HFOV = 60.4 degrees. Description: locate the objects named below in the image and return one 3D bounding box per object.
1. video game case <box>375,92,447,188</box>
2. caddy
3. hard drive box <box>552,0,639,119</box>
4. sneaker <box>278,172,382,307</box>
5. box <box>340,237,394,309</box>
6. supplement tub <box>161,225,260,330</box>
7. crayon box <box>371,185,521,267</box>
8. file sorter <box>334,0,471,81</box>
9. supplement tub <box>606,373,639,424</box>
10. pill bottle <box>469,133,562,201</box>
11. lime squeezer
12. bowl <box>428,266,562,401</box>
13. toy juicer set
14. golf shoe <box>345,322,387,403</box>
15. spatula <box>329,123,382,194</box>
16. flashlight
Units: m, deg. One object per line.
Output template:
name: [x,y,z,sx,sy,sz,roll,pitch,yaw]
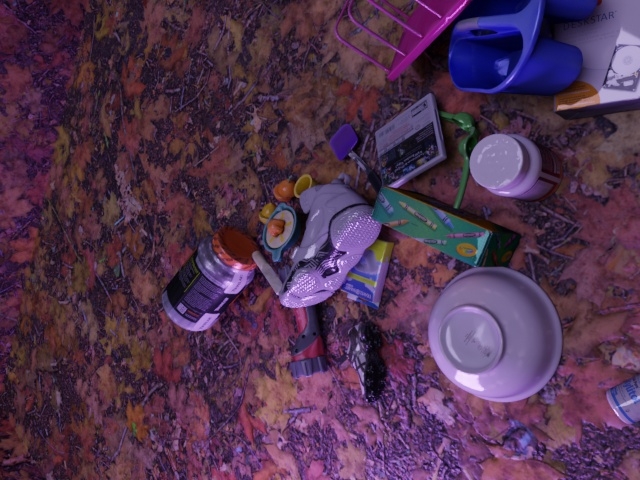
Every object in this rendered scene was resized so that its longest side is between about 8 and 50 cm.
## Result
video game case: [0.210,-0.229,1.313,0.190,0.022,0.173,-30,57,45]
caddy: [0.355,-0.402,1.053,0.341,0.179,0.242,-125,41,-70]
hard drive box: [0.544,-0.363,1.044,0.181,0.089,0.232,-2,87,39]
sneaker: [0.000,0.000,1.421,0.366,0.137,0.210,-51,41,27]
box: [0.117,0.077,1.411,0.109,0.042,0.178,19,100,38]
supplement tub: [-0.329,0.115,1.675,0.316,0.193,0.194,-47,62,29]
crayon box: [0.271,-0.032,1.208,0.278,0.165,0.081,29,107,36]
file sorter: [0.182,-0.533,1.171,0.290,0.182,0.202,-35,31,60]
supplement tub: [0.589,0.282,1.003,0.107,0.071,0.071,-43,64,30]
pill bottle: [0.385,-0.142,1.082,0.121,0.221,0.121,-1,88,39]
lime squeezer: [0.303,-0.221,1.232,0.109,0.059,0.311,-19,60,14]
bowl: [0.341,0.203,1.167,0.297,0.134,0.298,-1,88,40]
toy juicer set: [-0.130,-0.035,1.530,0.209,0.089,0.329,18,84,50]
golf shoe: [0.112,0.311,1.398,0.093,0.077,0.198,-15,72,49]
spatula: [0.113,-0.189,1.427,0.084,0.030,0.297,-48,61,25]
flashlight: [-0.055,0.218,1.509,0.103,0.103,0.304,-21,77,38]
